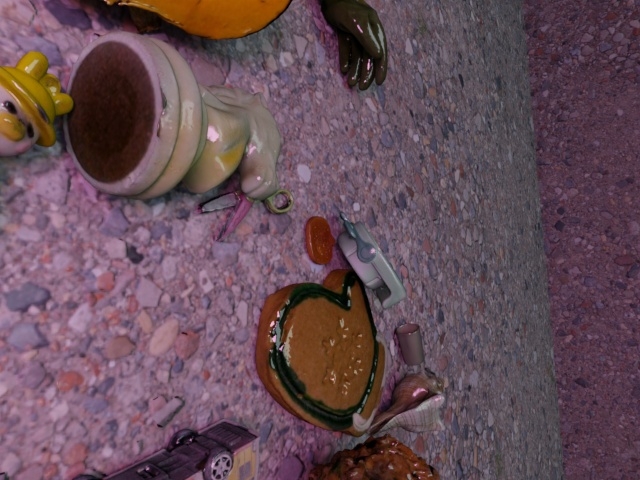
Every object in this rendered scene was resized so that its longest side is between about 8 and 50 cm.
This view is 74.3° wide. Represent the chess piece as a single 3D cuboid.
[{"bbox_3d":[-0.143,-0.136,0.548,0.298,0.176,0.175,-11,92,-61],"label":"chess piece"}]

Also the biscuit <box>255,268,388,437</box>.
[{"bbox_3d":[0.030,0.186,0.762,0.344,0.057,0.287,45,52,-37],"label":"biscuit"}]

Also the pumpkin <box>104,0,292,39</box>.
[{"bbox_3d":[-0.197,-0.388,0.503,0.325,0.242,0.232,1,53,-46],"label":"pumpkin"}]

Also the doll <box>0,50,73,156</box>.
[{"bbox_3d":[-0.315,-0.078,0.358,0.135,0.099,0.241,48,51,-27],"label":"doll"}]

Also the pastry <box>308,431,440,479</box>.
[{"bbox_3d":[0.046,0.398,0.602,0.193,0.275,0.275,56,45,-17],"label":"pastry"}]

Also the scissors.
[{"bbox_3d":[-0.115,-0.071,0.660,0.133,0.020,0.187,61,42,-19],"label":"scissors"}]

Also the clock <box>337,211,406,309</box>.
[{"bbox_3d":[0.088,0.030,0.814,0.188,0.060,0.148,54,8,-16],"label":"clock"}]

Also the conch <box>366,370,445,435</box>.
[{"bbox_3d":[0.208,0.351,0.879,0.114,0.137,0.234,61,29,-3],"label":"conch"}]

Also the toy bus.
[{"bbox_3d":[-0.184,0.292,0.460,0.268,0.092,0.106,-6,97,-51],"label":"toy bus"}]

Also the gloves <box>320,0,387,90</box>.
[{"bbox_3d":[0.064,-0.446,0.876,0.107,0.135,0.268,-31,112,-5],"label":"gloves"}]

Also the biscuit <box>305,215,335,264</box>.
[{"bbox_3d":[0.000,0.000,0.791,0.078,0.015,0.091,4,80,-52],"label":"biscuit"}]

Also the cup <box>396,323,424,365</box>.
[{"bbox_3d":[0.206,0.238,0.983,0.055,0.075,0.083,-16,102,-14],"label":"cup"}]
